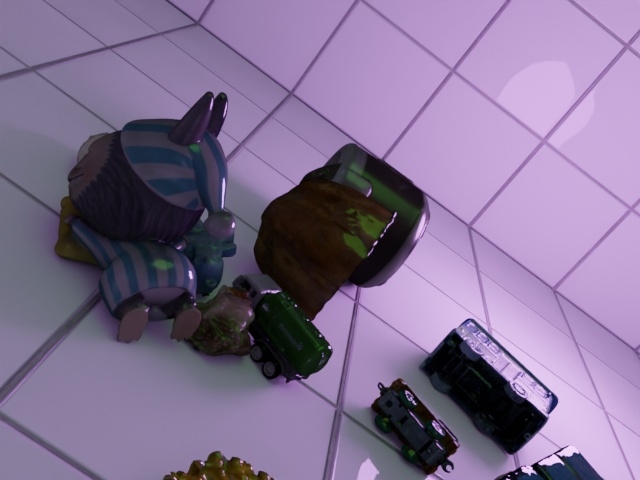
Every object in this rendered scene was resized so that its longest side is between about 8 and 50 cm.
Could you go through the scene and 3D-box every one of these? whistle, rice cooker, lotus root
[{"bbox_3d":[-0.256,0.014,1.533,0.180,0.093,0.269,-4,38,-25],"label":"whistle"},{"bbox_3d":[0.087,-0.074,1.981,0.325,0.335,0.335,34,21,-11],"label":"rice cooker"},{"bbox_3d":[0.000,0.000,1.707,0.250,0.316,0.316,36,20,9],"label":"lotus root"}]

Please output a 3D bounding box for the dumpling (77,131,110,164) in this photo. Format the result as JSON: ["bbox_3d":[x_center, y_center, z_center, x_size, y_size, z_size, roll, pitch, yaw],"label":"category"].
[{"bbox_3d":[-0.439,-0.152,1.582,0.181,0.111,0.155,-95,161,-54],"label":"dumpling"}]

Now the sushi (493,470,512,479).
[{"bbox_3d":[0.341,0.541,1.389,0.124,0.130,0.332,48,27,12],"label":"sushi"}]

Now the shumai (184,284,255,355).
[{"bbox_3d":[-0.173,0.142,1.363,0.145,0.116,0.145,33,22,-16],"label":"shumai"}]

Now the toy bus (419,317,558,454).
[{"bbox_3d":[0.421,0.357,1.856,0.312,0.152,0.190,44,21,17],"label":"toy bus"}]

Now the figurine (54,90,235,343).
[{"bbox_3d":[-0.277,-0.084,1.269,0.266,0.377,0.361,1,42,-38],"label":"figurine"}]

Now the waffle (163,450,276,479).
[{"bbox_3d":[-0.097,0.420,0.980,0.329,0.062,0.329,34,22,-16],"label":"waffle"}]

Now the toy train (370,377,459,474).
[{"bbox_3d":[0.199,0.381,1.529,0.227,0.091,0.136,48,12,27],"label":"toy train"}]

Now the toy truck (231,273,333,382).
[{"bbox_3d":[-0.084,0.169,1.448,0.242,0.125,0.101,47,23,25],"label":"toy truck"}]

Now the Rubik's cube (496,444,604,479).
[{"bbox_3d":[0.286,0.529,0.989,0.344,0.344,0.337,48,23,26],"label":"Rubik's cube"}]
